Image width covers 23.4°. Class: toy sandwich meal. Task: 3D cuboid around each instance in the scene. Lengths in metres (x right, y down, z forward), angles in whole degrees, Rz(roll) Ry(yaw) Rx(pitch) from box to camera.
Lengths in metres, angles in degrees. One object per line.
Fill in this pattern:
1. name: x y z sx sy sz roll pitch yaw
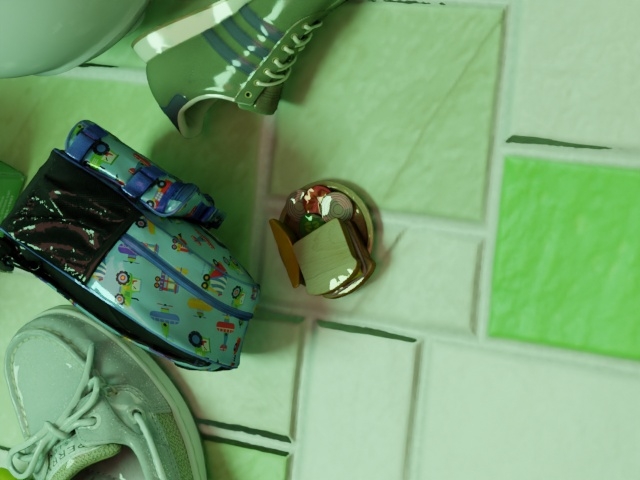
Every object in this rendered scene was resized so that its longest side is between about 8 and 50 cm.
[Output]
1. toy sandwich meal: 0.000 0.000 1.064 0.086 0.029 0.085 1 91 29

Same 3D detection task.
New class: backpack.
1. backpack: -0.114 0.013 1.063 0.173 0.158 0.117 33 88 11

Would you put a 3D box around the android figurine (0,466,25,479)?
1. android figurine: -0.265 0.296 1.207 0.273 0.056 0.248 30 105 24

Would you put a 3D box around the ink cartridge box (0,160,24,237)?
1. ink cartridge box: -0.344 -0.001 1.154 0.093 0.212 0.154 29 105 26

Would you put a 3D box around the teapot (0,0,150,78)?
1. teapot: -0.203 -0.205 1.097 0.252 0.187 0.256 -51 40 1

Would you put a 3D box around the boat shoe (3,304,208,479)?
1. boat shoe: -0.145 0.191 1.107 0.118 0.103 0.320 -33 76 26

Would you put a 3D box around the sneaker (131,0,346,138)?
1. sneaker: -0.039 -0.131 1.070 0.192 0.064 0.086 -20 89 29
